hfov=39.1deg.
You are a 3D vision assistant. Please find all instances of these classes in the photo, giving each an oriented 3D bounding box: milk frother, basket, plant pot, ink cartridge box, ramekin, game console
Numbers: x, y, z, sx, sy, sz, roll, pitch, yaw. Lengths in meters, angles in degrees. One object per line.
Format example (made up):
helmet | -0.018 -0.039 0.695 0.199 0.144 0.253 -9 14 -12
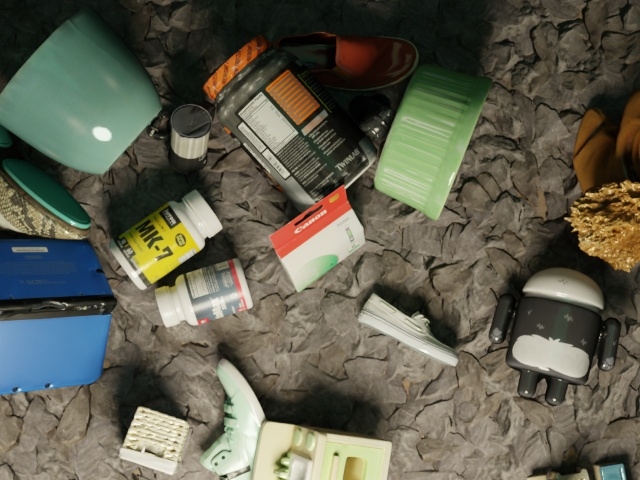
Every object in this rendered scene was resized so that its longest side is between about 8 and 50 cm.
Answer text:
milk frother | -0.292 -0.230 1.845 0.143 0.134 0.129 13 59 -5
basket | -0.317 0.387 1.750 0.113 0.167 0.103 19 77 -2
plant pot | -0.458 -0.271 1.773 0.235 0.293 0.293 42 81 -12
ink cartridge box | 0.000 0.000 1.797 0.181 0.224 0.056 -36 71 -8
ramekin | 0.221 -0.206 1.811 0.148 0.303 0.303 21 81 6
game console | -0.567 0.142 1.750 0.293 0.173 0.250 1 49 -44

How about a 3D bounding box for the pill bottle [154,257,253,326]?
pill bottle | -0.236 0.111 1.821 0.180 0.108 0.108 -17 84 -6

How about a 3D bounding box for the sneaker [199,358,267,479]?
sneaker | -0.186 0.373 1.793 0.151 0.094 0.256 -24 88 -14

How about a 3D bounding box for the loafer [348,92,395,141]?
loafer | 0.111 -0.264 1.846 0.076 0.223 0.078 40 101 -18

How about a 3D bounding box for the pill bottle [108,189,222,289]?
pill bottle | -0.311 -0.005 1.825 0.208 0.119 0.119 -36 87 -9

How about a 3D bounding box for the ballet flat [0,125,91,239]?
ballet flat | -0.660 -0.139 1.813 0.182 0.164 0.483 -44 82 13

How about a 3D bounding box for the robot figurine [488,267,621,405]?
robot figurine | 0.477 0.194 1.840 0.209 0.173 0.278 19 81 -26

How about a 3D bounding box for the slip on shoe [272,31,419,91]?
slip on shoe | 0.049 -0.387 1.915 0.331 0.101 0.123 0 81 -6

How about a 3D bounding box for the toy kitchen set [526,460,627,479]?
toy kitchen set | 0.536 0.525 1.800 0.207 0.166 0.122 -8 83 -5

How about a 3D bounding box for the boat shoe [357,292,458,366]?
boat shoe | 0.191 0.181 1.858 0.226 0.083 0.075 27 82 0

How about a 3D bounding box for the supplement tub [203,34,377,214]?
supplement tub | -0.063 -0.233 1.812 0.207 0.207 0.338 -42 95 -9

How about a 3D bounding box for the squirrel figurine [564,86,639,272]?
squirrel figurine | 0.663 -0.123 1.793 0.281 0.370 0.397 26 81 -1

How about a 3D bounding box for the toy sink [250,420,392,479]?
toy sink | 0.003 0.444 1.746 0.234 0.131 0.152 14 80 -25
